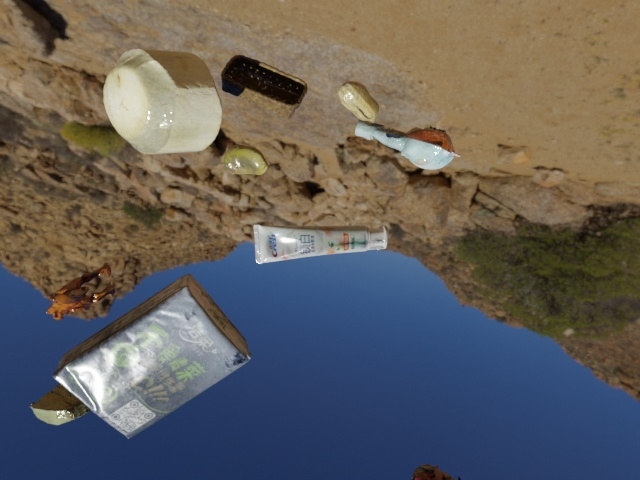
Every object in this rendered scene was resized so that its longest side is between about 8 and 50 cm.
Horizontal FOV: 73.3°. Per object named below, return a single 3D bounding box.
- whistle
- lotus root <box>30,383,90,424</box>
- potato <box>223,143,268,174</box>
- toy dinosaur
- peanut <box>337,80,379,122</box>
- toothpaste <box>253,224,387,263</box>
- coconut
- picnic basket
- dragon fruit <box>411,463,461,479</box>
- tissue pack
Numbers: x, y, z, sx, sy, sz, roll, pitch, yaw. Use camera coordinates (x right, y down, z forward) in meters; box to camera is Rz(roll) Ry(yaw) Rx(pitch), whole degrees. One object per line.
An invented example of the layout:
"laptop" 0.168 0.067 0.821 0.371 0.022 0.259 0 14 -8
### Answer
"whistle" 0.282 -0.321 1.385 0.346 0.134 0.142 21 -146 14
"lotus root" -0.671 0.440 1.156 0.144 0.070 0.143 10 -151 32
"potato" -0.212 -0.230 1.236 0.137 0.092 0.070 7 -133 18
"toy dinosaur" -0.714 0.149 1.284 0.208 0.097 0.432 -31 178 -38
"peanut" 0.108 -0.382 1.182 0.080 0.080 0.174 17 177 37
"toothpaste" 0.000 0.000 1.062 0.323 0.100 0.066 -4 -161 -6
"coconut" -0.294 -0.273 0.855 0.202 0.202 0.222 15 -158 29
"picnic basket" -0.132 -0.358 1.009 0.193 0.110 0.055 22 147 -1
"dragon fruit" 0.261 0.599 0.893 0.125 0.246 0.125 -18 159 26
"tissue pack" -0.425 0.309 1.132 0.288 0.394 0.124 57 179 -26
